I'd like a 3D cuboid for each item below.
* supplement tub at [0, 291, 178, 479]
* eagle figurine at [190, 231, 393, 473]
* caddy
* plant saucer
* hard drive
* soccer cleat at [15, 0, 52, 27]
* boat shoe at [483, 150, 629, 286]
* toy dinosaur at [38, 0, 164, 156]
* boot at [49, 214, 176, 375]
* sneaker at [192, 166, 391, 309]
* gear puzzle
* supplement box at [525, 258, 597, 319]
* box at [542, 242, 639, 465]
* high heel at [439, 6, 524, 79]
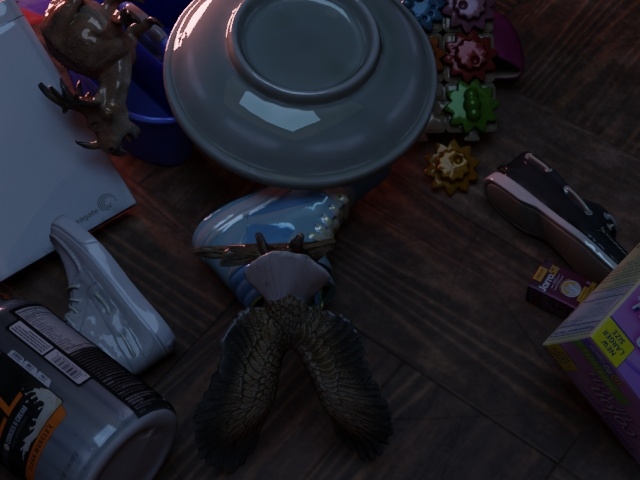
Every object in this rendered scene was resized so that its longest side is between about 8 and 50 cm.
[{"bbox_3d":[-0.356,0.205,1.693,0.316,0.193,0.193,33,64,22],"label":"supplement tub"},{"bbox_3d":[-0.037,0.145,1.684,0.225,0.226,0.298,6,77,-43],"label":"eagle figurine"},{"bbox_3d":[-0.257,-0.282,2.020,0.241,0.179,0.341,-37,63,-20],"label":"caddy"},{"bbox_3d":[-0.025,-0.264,1.878,0.401,0.100,0.400,2,62,-4],"label":"plant saucer"},{"bbox_3d":[-0.457,-0.147,1.906,0.233,0.047,0.353,-32,95,-18],"label":"hard drive"},{"bbox_3d":[-0.395,-0.421,2.165,0.248,0.095,0.083,-17,58,-9],"label":"soccer cleat"},{"bbox_3d":[0.367,-0.023,1.869,0.091,0.114,0.302,-39,64,-15],"label":"boat shoe"},{"bbox_3d":[-0.342,-0.281,1.894,0.200,0.127,0.295,-44,58,11],"label":"toy dinosaur"},{"bbox_3d":[-0.324,0.087,1.818,0.123,0.095,0.258,-38,72,-19],"label":"boot"},{"bbox_3d":[0.000,0.000,1.861,0.319,0.127,0.208,-31,59,-7],"label":"sneaker"},{"bbox_3d":[0.185,-0.235,1.986,0.176,0.044,0.338,0,81,-3],"label":"gear puzzle"},{"bbox_3d":[0.338,0.072,1.848,0.083,0.043,0.055,26,62,18],"label":"supplement box"},{"bbox_3d":[0.454,0.133,1.706,0.243,0.117,0.213,-41,97,-22],"label":"box"},{"bbox_3d":[0.126,-0.298,2.048,0.377,0.127,0.181,-15,53,-9],"label":"high heel"}]
